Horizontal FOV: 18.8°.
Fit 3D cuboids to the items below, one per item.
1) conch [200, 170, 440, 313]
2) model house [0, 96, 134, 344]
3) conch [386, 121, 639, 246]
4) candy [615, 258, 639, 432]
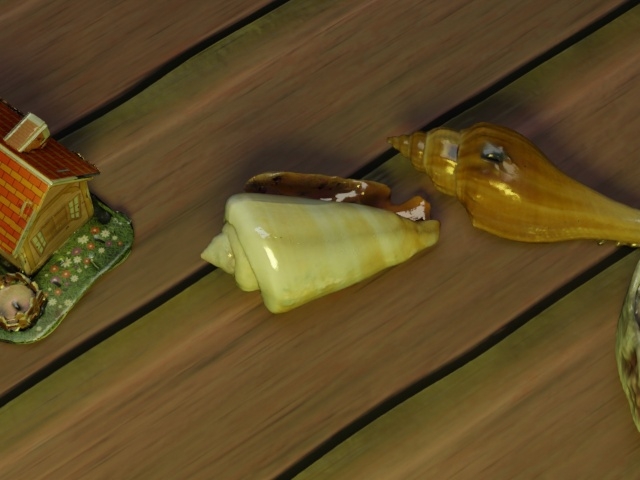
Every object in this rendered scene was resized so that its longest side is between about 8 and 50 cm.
[{"bbox_3d":[-0.004,0.010,2.038,0.255,0.127,0.158,4,27,-18],"label":"conch"},{"bbox_3d":[-0.366,-0.051,2.065,0.294,0.154,0.207,34,66,21],"label":"model house"},{"bbox_3d":[0.225,-0.057,2.054,0.330,0.093,0.109,18,65,15],"label":"conch"},{"bbox_3d":[0.406,0.117,1.902,0.214,0.157,0.289,-11,59,-7],"label":"candy"}]
